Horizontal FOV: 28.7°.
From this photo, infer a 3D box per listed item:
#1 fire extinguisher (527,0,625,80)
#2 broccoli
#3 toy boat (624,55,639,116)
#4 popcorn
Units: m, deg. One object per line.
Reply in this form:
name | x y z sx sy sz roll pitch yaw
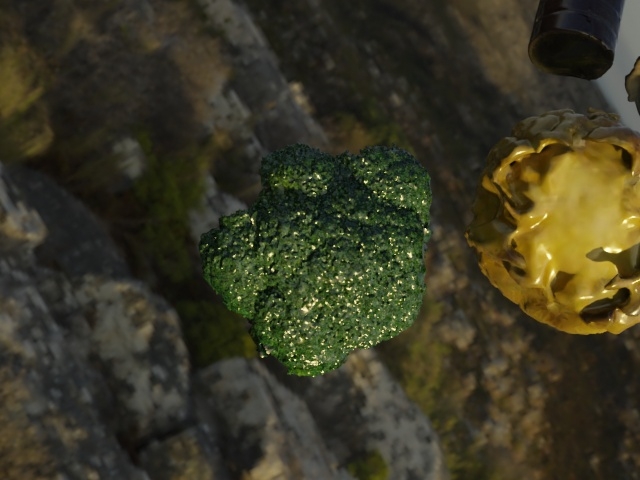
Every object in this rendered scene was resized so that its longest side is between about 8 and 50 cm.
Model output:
fire extinguisher | 0.243 -0.257 1.079 0.089 0.072 0.267 35 58 -31
broccoli | 0.000 0.000 1.387 0.254 0.269 0.269 59 15 -24
toy boat | 0.350 -0.150 0.826 0.096 0.282 0.206 60 0 2
popcorn | 0.270 -0.020 1.356 0.190 0.250 0.250 -11 74 -62
